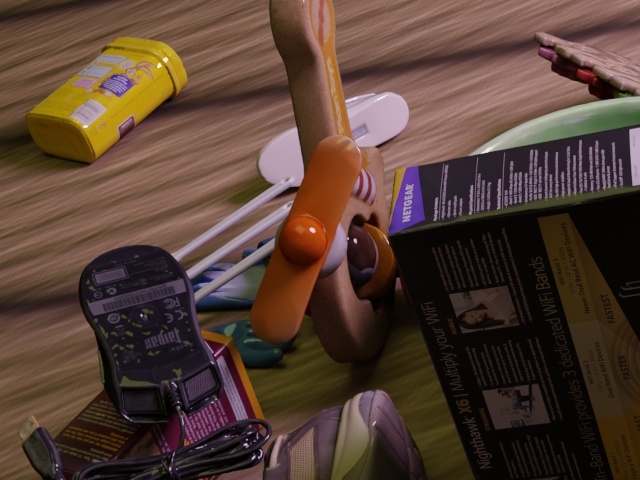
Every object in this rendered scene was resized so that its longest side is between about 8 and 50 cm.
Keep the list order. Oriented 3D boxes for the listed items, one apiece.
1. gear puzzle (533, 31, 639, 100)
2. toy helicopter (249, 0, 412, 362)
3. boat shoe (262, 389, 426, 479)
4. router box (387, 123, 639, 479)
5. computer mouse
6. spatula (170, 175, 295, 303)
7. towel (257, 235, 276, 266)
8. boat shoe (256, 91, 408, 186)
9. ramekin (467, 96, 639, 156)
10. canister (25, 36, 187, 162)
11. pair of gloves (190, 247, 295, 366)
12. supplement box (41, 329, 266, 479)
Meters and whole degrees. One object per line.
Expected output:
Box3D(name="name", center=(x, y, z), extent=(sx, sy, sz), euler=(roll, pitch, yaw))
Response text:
Box3D(name="gear puzzle", center=(0.341, -0.121, 1.637), extent=(0.175, 0.044, 0.339), euler=(12, 17, -25))
Box3D(name="toy helicopter", center=(0.001, -0.059, 1.498), extent=(0.140, 0.355, 0.235), euler=(-4, 18, 23))
Box3D(name="boat shoe", center=(-0.007, 0.253, 1.271), extent=(0.130, 0.132, 0.355), euler=(-19, 22, 20))
Box3D(name="router box", center=(0.207, 0.067, 1.239), extent=(0.242, 0.309, 0.081), euler=(-10, 38, 15))
Box3D(name="computer mouse", center=(-0.166, 0.122, 1.399), extent=(0.184, 0.060, 0.262), euler=(-19, 49, -15))
Box3D(name="spatula", center=(-0.116, 0.019, 1.711), extent=(0.242, 0.019, 0.168), euler=(-35, 23, 4))
Box3D(name="towel", center=(0.000, 0.000, 1.699), extent=(0.119, 0.029, 0.067), euler=(-19, 27, -21))
Box3D(name="boat shoe", center=(0.007, -0.116, 1.864), extent=(0.184, 0.066, 0.063), euler=(-32, 20, -15))
Box3D(name="ramekin", center=(0.247, 0.020, 1.440), extent=(0.303, 0.148, 0.303), euler=(-14, 32, 9))
Box3D(name="canister", center=(-0.264, -0.173, 2.086), extent=(0.126, 0.073, 0.170), euler=(12, 45, 41))
Box3D(name="pair of gloves", center=(-0.080, 0.069, 1.666), extent=(0.159, 0.023, 0.198), euler=(-3, 36, 25))
Box3D(name="supplement box", center=(-0.144, 0.172, 1.465), extent=(0.080, 0.104, 0.188), euler=(10, 42, 39))
